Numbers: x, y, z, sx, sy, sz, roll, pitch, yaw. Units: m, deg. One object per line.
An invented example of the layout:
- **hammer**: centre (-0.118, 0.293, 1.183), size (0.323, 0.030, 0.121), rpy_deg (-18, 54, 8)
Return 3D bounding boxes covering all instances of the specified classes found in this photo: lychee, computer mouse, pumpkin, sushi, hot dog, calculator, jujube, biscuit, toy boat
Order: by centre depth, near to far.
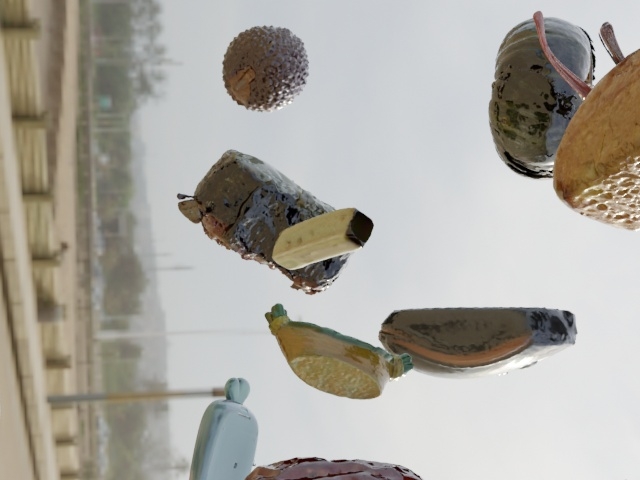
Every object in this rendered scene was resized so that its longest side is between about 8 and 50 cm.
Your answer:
- **jujube**: centre (0.012, 0.311, 1.214), size (0.174, 0.250, 0.174), rpy_deg (-15, -107, 59)
- **toy boat**: centre (0.027, 0.153, 1.530), size (0.089, 0.230, 0.088), rpy_deg (-47, -150, 35)
- **hot dog**: centre (0.504, -0.179, 1.633), size (0.405, 0.185, 0.223), rpy_deg (-38, -146, 58)
- **biscuit**: centre (0.000, 0.000, 1.651), size (0.188, 0.052, 0.056), rpy_deg (-18, -133, 52)
- **computer mouse**: centre (0.251, 0.165, 1.861), size (0.183, 0.323, 0.116), rpy_deg (8, 80, -66)
- **calculator**: centre (-0.174, 0.394, 2.110), size (0.185, 0.041, 0.298), rpy_deg (40, 59, -58)
- **sushi**: centre (-0.092, -0.035, 2.114), size (0.182, 0.343, 0.196), rpy_deg (-60, -168, -1)
- **pumpkin**: centre (0.430, -0.272, 2.240), size (0.320, 0.192, 0.320), rpy_deg (1, 90, -74)
- **lychee**: centre (-0.102, -0.350, 2.334), size (0.188, 0.188, 0.188), rpy_deg (178, -90, -80)

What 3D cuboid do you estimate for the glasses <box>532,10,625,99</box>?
- **glasses**: centre (0.453, -0.250, 1.868), size (0.118, 0.268, 0.234), rpy_deg (-58, -148, 3)
